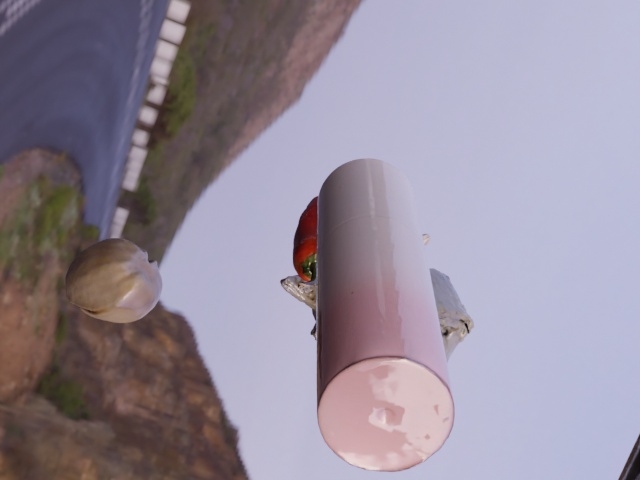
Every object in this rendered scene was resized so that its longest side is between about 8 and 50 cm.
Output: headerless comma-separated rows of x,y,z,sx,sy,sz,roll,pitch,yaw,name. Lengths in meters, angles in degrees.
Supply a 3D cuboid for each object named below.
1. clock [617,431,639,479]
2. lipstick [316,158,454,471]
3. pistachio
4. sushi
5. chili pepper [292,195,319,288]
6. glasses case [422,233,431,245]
0.303,0.183,0.868,0.202,0.096,0.143,-47,175,-42,clock
0.040,0.037,0.828,0.327,0.087,0.087,-91,-156,-65,lipstick
-0.290,0.061,1.553,0.185,0.124,0.124,-18,-131,49,pistachio
0.077,0.072,1.249,0.109,0.273,0.134,-32,-134,22,sushi
0.001,0.001,1.130,0.191,0.050,0.059,-80,152,-60,chili pepper
0.121,0.014,1.596,0.083,0.021,0.032,-28,173,-10,glasses case
